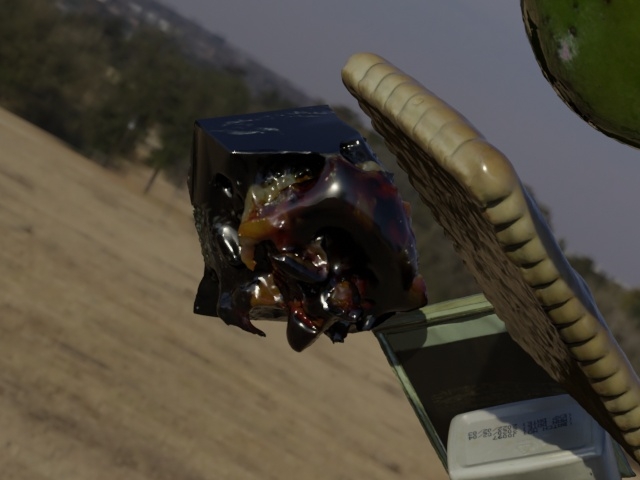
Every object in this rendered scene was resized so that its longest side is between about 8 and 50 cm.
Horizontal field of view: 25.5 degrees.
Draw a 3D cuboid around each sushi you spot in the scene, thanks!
[{"bbox_3d":[0.000,-0.001,1.472,0.215,0.227,0.212,-10,28,-27],"label":"sushi"}]

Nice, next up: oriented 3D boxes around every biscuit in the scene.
[{"bbox_3d":[0.136,0.013,0.994,0.325,0.044,0.217,54,-1,-34],"label":"biscuit"}]

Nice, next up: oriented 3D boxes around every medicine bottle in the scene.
[{"bbox_3d":[0.190,0.229,1.178,0.088,0.132,0.188,-82,156,-57],"label":"medicine bottle"}]

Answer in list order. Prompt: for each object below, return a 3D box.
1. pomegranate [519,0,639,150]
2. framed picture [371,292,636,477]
[{"bbox_3d":[0.223,-0.152,0.725,0.248,0.214,0.214,-5,18,-27],"label":"pomegranate"},{"bbox_3d":[0.184,0.167,1.537,0.293,0.018,0.231,-19,-79,55],"label":"framed picture"}]
